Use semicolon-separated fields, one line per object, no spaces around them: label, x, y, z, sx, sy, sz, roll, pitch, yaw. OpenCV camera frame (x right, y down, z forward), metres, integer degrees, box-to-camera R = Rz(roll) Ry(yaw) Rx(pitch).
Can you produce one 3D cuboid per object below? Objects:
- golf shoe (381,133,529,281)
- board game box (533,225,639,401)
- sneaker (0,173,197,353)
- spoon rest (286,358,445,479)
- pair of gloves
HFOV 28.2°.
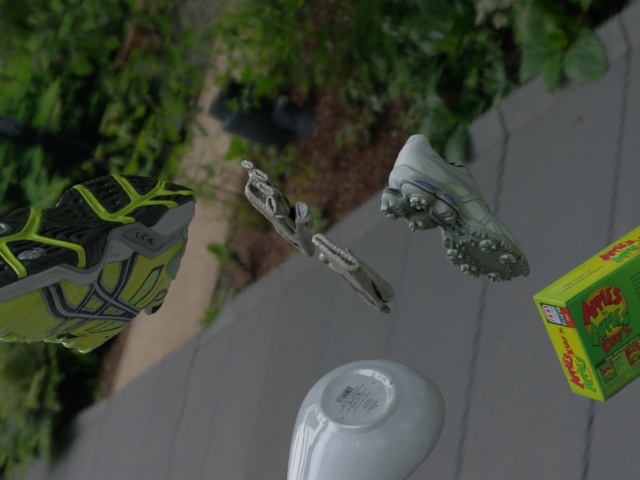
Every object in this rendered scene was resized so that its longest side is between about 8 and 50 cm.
golf shoe;0.130;-0.029;1.126;0.069;0.176;0.086;-16;49;40
board game box;0.266;0.042;1.027;0.181;0.092;0.043;-31;17;-20
sneaker;-0.244;0.046;1.189;0.385;0.145;0.147;-22;-57;-54
spoon rest;0.001;0.205;1.110;0.276;0.137;0.084;-43;-43;-31
pair of gloves;0.000;0.000;1.665;0.240;0.204;0.042;39;84;30
